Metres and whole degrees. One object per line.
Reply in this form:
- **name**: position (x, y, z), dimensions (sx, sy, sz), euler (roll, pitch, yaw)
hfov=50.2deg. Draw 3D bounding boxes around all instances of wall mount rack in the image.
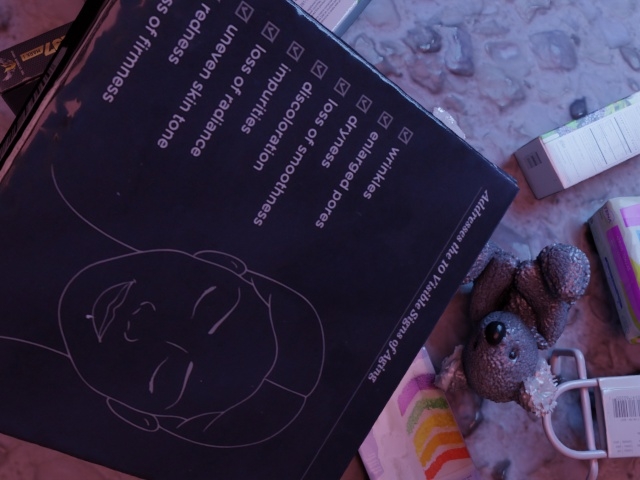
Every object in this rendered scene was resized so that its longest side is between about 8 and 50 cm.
- **wall mount rack**: position (0.482, 0.315, 1.047), dimensions (0.350, 0.130, 0.304), euler (0, 79, -9)

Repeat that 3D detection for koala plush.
- **koala plush**: position (0.271, 0.134, 0.978), dimensions (0.196, 0.203, 0.221), euler (8, 63, 26)

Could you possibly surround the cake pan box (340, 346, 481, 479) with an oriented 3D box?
- **cake pan box**: position (0.077, 0.315, 1.004), dimensions (0.266, 0.070, 0.246), euler (-20, 84, -11)

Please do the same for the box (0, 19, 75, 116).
- **box**: position (-0.312, -0.198, 0.918), dimensions (0.183, 0.233, 0.059), euler (-27, 76, -12)

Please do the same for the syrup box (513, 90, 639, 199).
- **syrup box**: position (0.450, -0.160, 1.111), dimensions (0.236, 0.093, 0.096), euler (-25, 87, -11)

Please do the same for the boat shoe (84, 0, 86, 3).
- **boat shoe**: position (-0.294, -0.401, 1.004), dimensions (0.121, 0.119, 0.335), euler (-13, 85, -11)

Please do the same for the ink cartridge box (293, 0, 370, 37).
- **ink cartridge box**: position (-0.059, -0.429, 1.048), dimensions (0.278, 0.117, 0.201), euler (38, 78, -3)

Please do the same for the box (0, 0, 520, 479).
- **box**: position (-0.121, -0.004, 0.776), dimensions (0.471, 0.297, 0.480), euler (32, 91, -28)

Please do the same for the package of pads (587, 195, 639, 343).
- **package of pads**: position (0.603, 0.042, 1.081), dimensions (0.296, 0.101, 0.229), euler (-5, 66, -9)

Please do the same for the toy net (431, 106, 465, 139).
- **toy net**: position (0.187, -0.102, 1.062), dimensions (0.122, 0.045, 0.232), euler (3, 64, -27)
